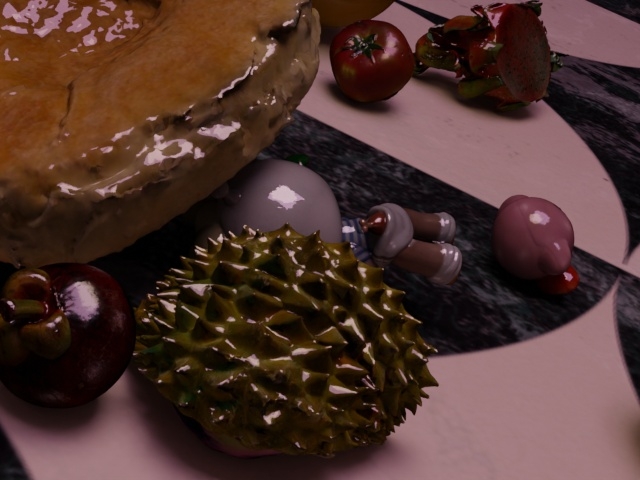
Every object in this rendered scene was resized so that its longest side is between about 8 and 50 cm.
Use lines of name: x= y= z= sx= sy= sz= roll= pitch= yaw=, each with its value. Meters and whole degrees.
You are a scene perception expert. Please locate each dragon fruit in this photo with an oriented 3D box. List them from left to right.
dragon fruit: x=0.187 y=-0.216 z=1.280 sx=0.175 sy=0.142 sz=0.138 roll=6 pitch=60 yaw=14

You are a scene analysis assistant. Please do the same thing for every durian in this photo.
durian: x=-0.020 y=0.063 z=0.624 sx=0.187 sy=0.119 sz=0.108 roll=21 pitch=23 yaw=-4

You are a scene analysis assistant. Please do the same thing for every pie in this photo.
pie: x=-0.164 y=-0.132 z=0.766 sx=0.340 sy=0.083 sz=0.339 roll=-3 pitch=53 yaw=4

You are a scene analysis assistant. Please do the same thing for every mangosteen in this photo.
mangosteen: x=-0.138 y=0.047 z=0.610 sx=0.081 sy=0.081 sz=0.081 roll=17 pitch=27 yaw=-9

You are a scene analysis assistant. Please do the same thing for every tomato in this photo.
tomato: x=0.053 y=-0.178 z=1.159 sx=0.087 sy=0.075 sz=0.087 roll=-8 pitch=58 yaw=13

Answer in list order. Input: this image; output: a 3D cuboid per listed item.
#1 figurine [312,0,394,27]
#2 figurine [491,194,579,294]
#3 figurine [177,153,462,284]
figurine: x=-0.024 y=-0.321 z=1.282 sx=0.257 sy=0.167 sz=0.192 roll=3 pitch=38 yaw=13
figurine: x=0.173 y=0.001 z=0.929 sx=0.067 sy=0.071 sz=0.083 roll=-30 pitch=32 yaw=-4
figurine: x=-0.001 y=0.001 z=0.789 sx=0.197 sy=0.093 sz=0.147 roll=15 pitch=49 yaw=-29
